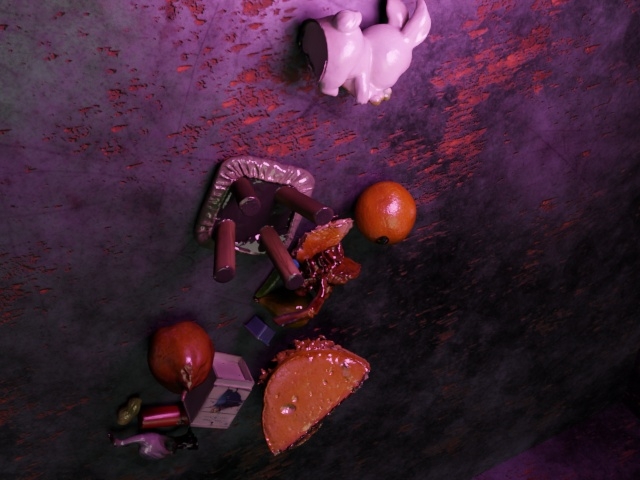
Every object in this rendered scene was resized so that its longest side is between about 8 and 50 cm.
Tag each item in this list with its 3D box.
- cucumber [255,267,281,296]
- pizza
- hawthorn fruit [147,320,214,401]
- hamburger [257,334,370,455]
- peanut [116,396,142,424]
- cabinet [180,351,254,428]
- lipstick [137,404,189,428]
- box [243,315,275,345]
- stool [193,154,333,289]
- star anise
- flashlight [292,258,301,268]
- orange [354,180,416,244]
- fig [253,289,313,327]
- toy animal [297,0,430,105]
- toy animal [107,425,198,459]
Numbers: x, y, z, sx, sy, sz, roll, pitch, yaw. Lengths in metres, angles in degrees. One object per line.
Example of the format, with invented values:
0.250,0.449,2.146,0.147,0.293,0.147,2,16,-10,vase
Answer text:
-0.148,0.123,1.880,0.039,0.039,0.168,27,109,-39,cucumber
0.000,0.000,1.849,0.147,0.069,0.226,10,126,-25,pizza
-0.416,0.372,1.782,0.208,0.248,0.208,-13,134,-14,hawthorn fruit
-0.053,0.497,2.066,0.445,0.287,0.268,-41,172,2,hamburger
-0.626,0.557,1.938,0.113,0.054,0.054,-49,131,8,peanut
-0.345,0.500,1.978,0.145,0.150,0.206,18,113,-36,cabinet
-0.481,0.600,2.033,0.280,0.073,0.073,5,121,-32,lipstick
-0.197,0.293,1.944,0.054,0.099,0.074,-53,132,-5,box
-0.154,-0.042,1.632,0.310,0.226,0.310,7,121,-32,stool
-0.018,0.136,1.788,0.346,0.148,0.237,-41,163,-32,star anise
-0.076,0.095,1.870,0.051,0.051,0.129,-39,155,3,flashlight
0.200,-0.080,1.816,0.206,0.206,0.206,-14,129,-19,orange
-0.115,0.218,1.935,0.185,0.133,0.126,4,150,15,fig
0.114,-0.481,1.477,0.310,0.183,0.247,-9,127,-22,toy animal
-0.583,0.692,2.024,0.324,0.090,0.195,10,132,-29,toy animal
